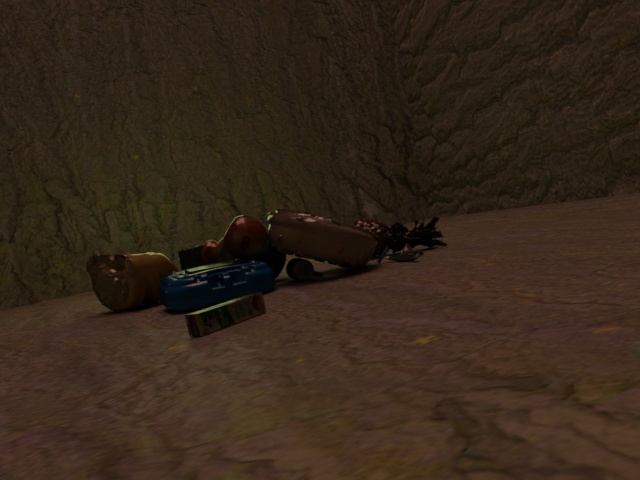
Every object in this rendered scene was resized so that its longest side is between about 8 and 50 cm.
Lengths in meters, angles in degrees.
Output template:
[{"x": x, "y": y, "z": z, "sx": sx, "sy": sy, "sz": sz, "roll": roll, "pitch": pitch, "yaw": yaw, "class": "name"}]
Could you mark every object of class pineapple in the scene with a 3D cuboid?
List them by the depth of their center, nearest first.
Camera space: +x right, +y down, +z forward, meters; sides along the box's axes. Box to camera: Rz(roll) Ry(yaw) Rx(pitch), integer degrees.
[{"x": 0.296, "y": -0.011, "z": 2.055, "sx": 0.365, "sy": 0.165, "sz": 0.165, "roll": -2, "pitch": 5, "yaw": 16, "class": "pineapple"}]

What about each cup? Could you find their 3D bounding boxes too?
[{"x": -0.057, "y": 0.106, "z": 1.786, "sx": 0.074, "sy": 0.102, "sz": 0.099, "roll": -51, "pitch": 15, "yaw": -11, "class": "cup"}]

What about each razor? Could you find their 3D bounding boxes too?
[{"x": 0.263, "y": 0.053, "z": 1.762, "sx": 0.068, "sy": 0.037, "sz": 0.191, "roll": -57, "pitch": 25, "yaw": -18, "class": "razor"}]

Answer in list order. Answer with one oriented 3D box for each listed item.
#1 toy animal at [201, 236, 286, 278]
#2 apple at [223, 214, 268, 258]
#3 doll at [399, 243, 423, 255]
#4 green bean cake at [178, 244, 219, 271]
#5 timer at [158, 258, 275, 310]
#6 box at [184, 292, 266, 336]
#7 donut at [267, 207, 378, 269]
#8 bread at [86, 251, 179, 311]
[{"x": -0.265, "y": 0.048, "z": 1.993, "sx": 0.338, "sy": 0.216, "sz": 0.191, "roll": 2, "pitch": 54, "yaw": 48, "class": "toy animal"}, {"x": -0.240, "y": -0.008, "z": 1.750, "sx": 0.131, "sy": 0.146, "sz": 0.146, "roll": 28, "pitch": -1, "yaw": -5, "class": "apple"}, {"x": 0.310, "y": 0.046, "z": 1.840, "sx": 0.061, "sy": 0.051, "sz": 0.093, "roll": -10, "pitch": -26, "yaw": 44, "class": "doll"}, {"x": -0.556, "y": 0.109, "z": 2.502, "sx": 0.181, "sy": 0.173, "sz": 0.094, "roll": -14, "pitch": 4, "yaw": -10, "class": "green bean cake"}, {"x": -0.328, "y": 0.133, "z": 1.697, "sx": 0.340, "sy": 0.115, "sz": 0.309, "roll": -11, "pitch": 5, "yaw": -25, "class": "timer"}, {"x": -0.208, "y": 0.163, "z": 1.203, "sx": 0.041, "sy": 0.050, "sz": 0.207, "roll": -13, "pitch": 1, "yaw": 39, "class": "box"}, {"x": 0.000, "y": 0.000, "z": 1.790, "sx": 0.383, "sy": 0.142, "sz": 0.382, "roll": 14, "pitch": -1, "yaw": 0, "class": "donut"}, {"x": -0.672, "y": 0.147, "z": 1.956, "sx": 0.316, "sy": 0.211, "sz": 0.270, "roll": 1, "pitch": 1, "yaw": 35, "class": "bread"}]
